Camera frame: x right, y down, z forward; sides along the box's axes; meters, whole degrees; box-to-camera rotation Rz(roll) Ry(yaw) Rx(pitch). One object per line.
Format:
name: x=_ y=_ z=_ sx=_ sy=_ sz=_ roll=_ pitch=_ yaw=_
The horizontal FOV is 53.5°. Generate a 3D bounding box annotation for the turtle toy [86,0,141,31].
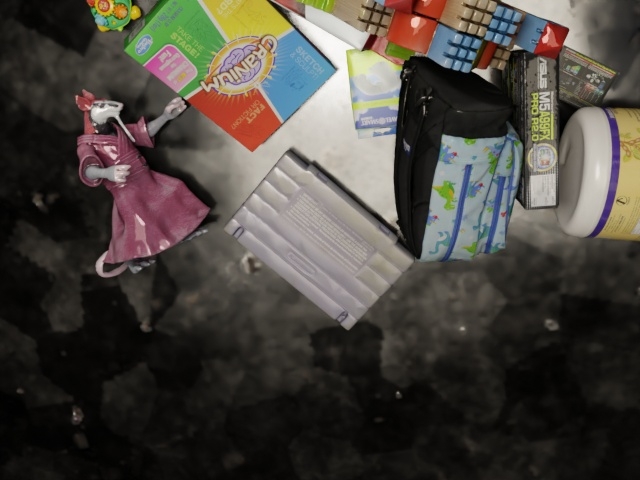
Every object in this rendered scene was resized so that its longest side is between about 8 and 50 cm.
turtle toy: x=-0.422 y=-0.478 z=1.253 sx=0.095 sy=0.066 sz=0.130 roll=-18 pitch=104 yaw=12

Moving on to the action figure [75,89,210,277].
action figure: x=-0.399 y=-0.140 z=1.320 sx=0.276 sy=0.248 sz=0.370 roll=-18 pitch=107 yaw=39

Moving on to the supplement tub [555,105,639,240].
supplement tub: x=0.619 y=-0.115 z=1.149 sx=0.332 sy=0.241 sz=0.240 roll=3 pitch=107 yaw=5

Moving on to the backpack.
backpack: x=0.242 y=-0.122 z=1.176 sx=0.274 sy=0.290 sz=0.355 roll=6 pitch=119 yaw=-15

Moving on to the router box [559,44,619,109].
router box: x=0.488 y=-0.306 z=1.212 sx=0.123 sy=0.038 sz=0.092 roll=26 pitch=109 yaw=-2

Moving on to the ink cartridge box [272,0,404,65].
ink cartridge box: x=0.097 y=-0.500 z=1.100 sx=0.272 sy=0.130 sz=0.309 roll=30 pitch=110 yaw=1

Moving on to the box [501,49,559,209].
box: x=0.381 y=-0.210 z=1.161 sx=0.060 sy=0.216 sz=0.269 roll=-4 pitch=106 yaw=7

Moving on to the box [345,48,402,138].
box: x=0.114 y=-0.294 z=1.259 sx=0.109 sy=0.042 sz=0.178 roll=-6 pitch=105 yaw=9

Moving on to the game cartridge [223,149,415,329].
game cartridge: x=0.000 y=0.000 z=1.355 sx=0.355 sy=0.068 sz=0.230 roll=40 pitch=103 yaw=-6

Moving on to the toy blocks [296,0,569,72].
toy blocks: x=0.187 y=-0.339 z=0.968 sx=0.382 sy=0.261 sz=0.190 roll=5 pitch=120 yaw=-28

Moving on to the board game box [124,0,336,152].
board game box: x=-0.163 y=-0.348 z=1.192 sx=0.242 sy=0.064 sz=0.317 roll=-42 pitch=126 yaw=16
